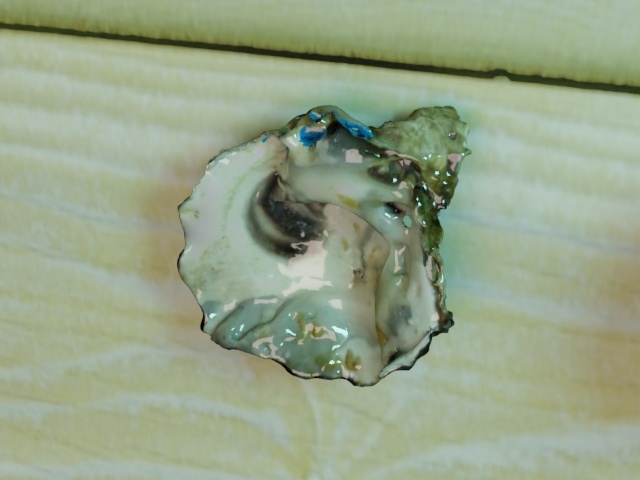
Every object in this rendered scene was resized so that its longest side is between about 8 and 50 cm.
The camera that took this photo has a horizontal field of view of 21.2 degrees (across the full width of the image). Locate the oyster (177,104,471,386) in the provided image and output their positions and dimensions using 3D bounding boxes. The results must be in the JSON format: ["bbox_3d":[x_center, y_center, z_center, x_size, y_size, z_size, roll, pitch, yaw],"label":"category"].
[{"bbox_3d":[0.000,0.000,1.200,0.222,0.083,0.214,12,116,23],"label":"oyster"}]
